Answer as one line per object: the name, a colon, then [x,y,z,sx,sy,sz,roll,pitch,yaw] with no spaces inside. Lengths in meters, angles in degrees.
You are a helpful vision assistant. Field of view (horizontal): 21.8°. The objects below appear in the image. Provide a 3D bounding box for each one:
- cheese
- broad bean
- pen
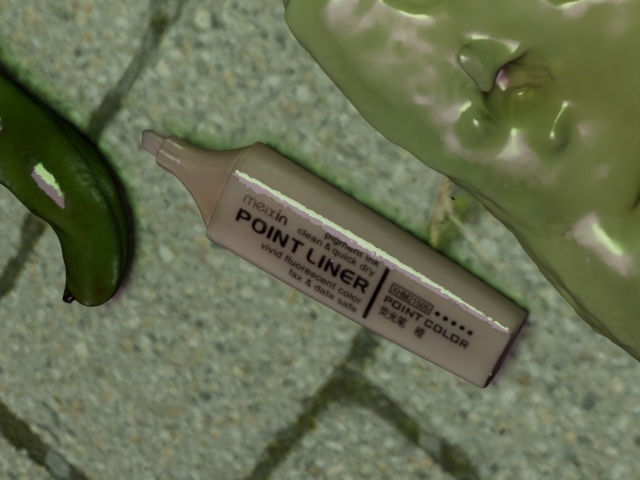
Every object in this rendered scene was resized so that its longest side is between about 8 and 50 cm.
cheese: [0.116,-0.055,0.620,0.263,0.093,0.159,40,116,-9]
broad bean: [-0.166,-0.058,0.805,0.070,0.048,0.213,-40,92,30]
pen: [0.000,0.000,0.755,0.197,0.032,0.053,30,119,12]
